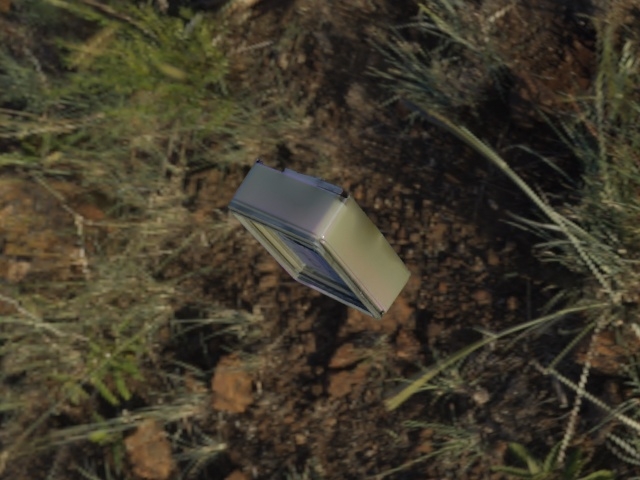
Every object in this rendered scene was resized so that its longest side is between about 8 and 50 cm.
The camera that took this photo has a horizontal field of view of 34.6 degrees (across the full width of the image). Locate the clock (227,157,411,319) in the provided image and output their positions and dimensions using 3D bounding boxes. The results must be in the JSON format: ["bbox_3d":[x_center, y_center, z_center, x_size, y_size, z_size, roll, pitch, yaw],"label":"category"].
[{"bbox_3d":[0.000,0.000,1.159,0.147,0.192,0.071,24,74,37],"label":"clock"}]
